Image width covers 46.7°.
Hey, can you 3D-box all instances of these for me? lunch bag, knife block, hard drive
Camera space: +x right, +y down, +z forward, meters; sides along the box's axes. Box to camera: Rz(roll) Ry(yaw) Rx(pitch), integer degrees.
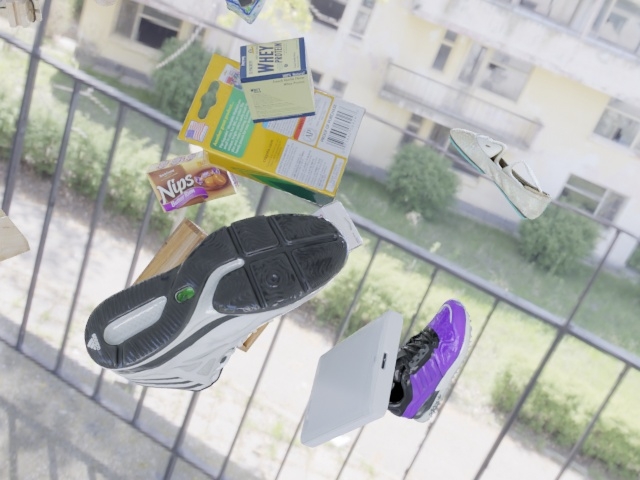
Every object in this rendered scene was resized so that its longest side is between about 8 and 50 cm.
[{"bbox_3d":[-0.160,-0.609,1.769,0.096,0.151,0.129,35,4,-8],"label":"lunch bag"},{"bbox_3d":[-0.738,0.029,1.595,0.088,0.276,0.242,-13,52,2],"label":"knife block"},{"bbox_3d":[0.056,0.278,1.456,0.040,0.307,0.203,24,58,-15],"label":"hard drive"}]

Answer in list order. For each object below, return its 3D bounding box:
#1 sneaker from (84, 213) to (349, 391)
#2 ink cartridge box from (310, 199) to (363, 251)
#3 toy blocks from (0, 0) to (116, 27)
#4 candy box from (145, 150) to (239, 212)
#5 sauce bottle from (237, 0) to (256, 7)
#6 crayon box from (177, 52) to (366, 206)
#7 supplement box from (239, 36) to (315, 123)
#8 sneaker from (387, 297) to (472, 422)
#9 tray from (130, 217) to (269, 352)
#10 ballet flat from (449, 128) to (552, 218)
[{"bbox_3d":[-0.157,0.116,1.283,0.447,0.257,0.169,-24,65,-6],"label":"sneaker"},{"bbox_3d":[0.000,0.000,1.412,0.056,0.135,0.099,-25,82,-49],"label":"ink cartridge box"},{"bbox_3d":[-0.445,-0.533,1.152,0.288,0.309,0.260,-3,46,-10],"label":"toy blocks"},{"bbox_3d":[-0.293,-0.141,1.706,0.186,0.109,0.053,-13,30,12],"label":"candy box"},{"bbox_3d":[0.007,-0.500,1.276,0.344,0.112,0.111,-22,28,3],"label":"sauce bottle"},{"bbox_3d":[-0.095,-0.218,1.476,0.322,0.203,0.083,20,-16,-2],"label":"crayon box"},{"bbox_3d":[-0.053,-0.199,0.926,0.083,0.083,0.056,-7,57,5],"label":"supplement box"},{"bbox_3d":[0.214,0.255,1.596,0.146,0.294,0.102,16,12,-23],"label":"sneaker"},{"bbox_3d":[-0.250,0.119,1.805,0.076,0.203,0.411,38,-1,38],"label":"tray"},{"bbox_3d":[0.248,-0.103,1.013,0.168,0.052,0.057,48,32,8],"label":"ballet flat"}]
